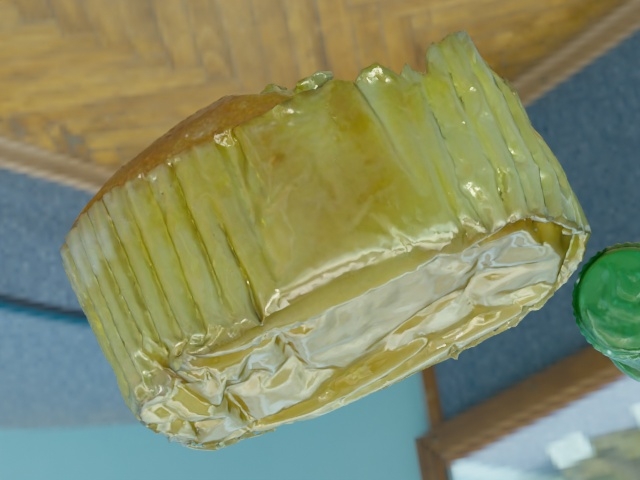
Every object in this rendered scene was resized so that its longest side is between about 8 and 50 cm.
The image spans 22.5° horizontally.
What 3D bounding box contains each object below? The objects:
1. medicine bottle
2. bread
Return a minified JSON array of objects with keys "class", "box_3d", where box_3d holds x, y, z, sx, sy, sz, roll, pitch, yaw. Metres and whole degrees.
[{"class":"medicine bottle","box_3d":[0.193,0.045,0.859,0.111,0.076,0.309,26,-175,23]},{"class":"bread","box_3d":[0.000,0.000,0.810,0.250,0.133,0.179,-26,154,1]}]
